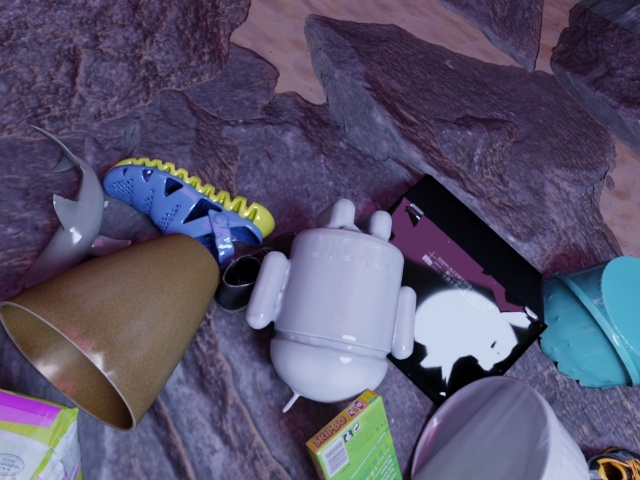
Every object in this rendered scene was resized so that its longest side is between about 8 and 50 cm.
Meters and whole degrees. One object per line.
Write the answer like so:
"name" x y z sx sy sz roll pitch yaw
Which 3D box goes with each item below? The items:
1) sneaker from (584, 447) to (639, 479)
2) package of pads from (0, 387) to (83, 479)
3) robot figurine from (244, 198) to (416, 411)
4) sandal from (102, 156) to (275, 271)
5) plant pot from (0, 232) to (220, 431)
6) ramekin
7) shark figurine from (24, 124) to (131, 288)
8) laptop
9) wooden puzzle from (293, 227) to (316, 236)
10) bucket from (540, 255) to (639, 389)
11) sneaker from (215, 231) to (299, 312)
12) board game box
"sneaker" 0.581 0.455 0.816 0.214 0.083 0.084 3 62 -19
"package of pads" -0.390 0.258 0.463 0.229 0.297 0.101 20 39 -8
"robot figurine" 0.028 0.113 0.712 0.299 0.200 0.354 14 75 -12
"sandal" -0.248 -0.044 0.770 0.317 0.126 0.138 22 63 -6
"plant pot" -0.277 0.103 0.637 0.237 0.237 0.254 38 47 3
"ramekin" 0.283 0.364 0.664 0.127 0.273 0.273 41 58 -9
"shark figurine" -0.419 -0.069 0.703 0.166 0.116 0.278 -8 70 3
"laptop" 0.270 0.089 0.936 0.382 0.236 0.408 43 87 7
"wooden puzzle" 0.000 0.000 0.862 0.078 0.014 0.116 52 31 17
"bucket" 0.636 0.178 0.917 0.281 0.183 0.281 8 62 -15
"sneaker" -0.093 0.042 0.776 0.083 0.118 0.222 44 59 6
"board game box" 0.066 0.363 0.639 0.124 0.039 0.259 -30 116 -29
